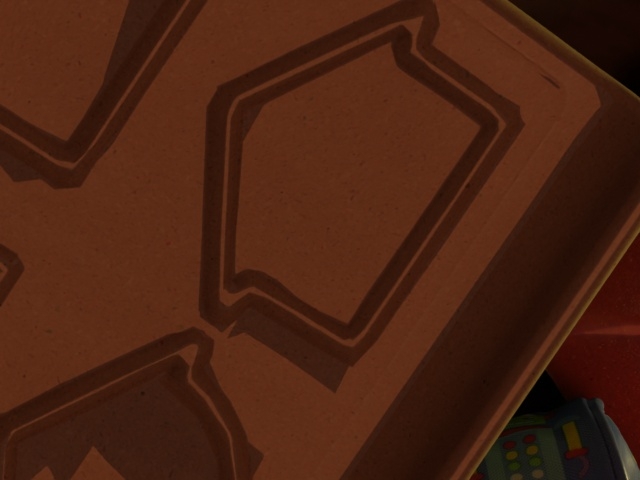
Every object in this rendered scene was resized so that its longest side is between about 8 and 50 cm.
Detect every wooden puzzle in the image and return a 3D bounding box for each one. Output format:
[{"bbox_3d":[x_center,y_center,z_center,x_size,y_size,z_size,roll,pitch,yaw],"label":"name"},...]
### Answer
[{"bbox_3d":[-0.094,-0.005,0.663,0.348,0.080,0.322,33,93,-13],"label":"wooden puzzle"}]

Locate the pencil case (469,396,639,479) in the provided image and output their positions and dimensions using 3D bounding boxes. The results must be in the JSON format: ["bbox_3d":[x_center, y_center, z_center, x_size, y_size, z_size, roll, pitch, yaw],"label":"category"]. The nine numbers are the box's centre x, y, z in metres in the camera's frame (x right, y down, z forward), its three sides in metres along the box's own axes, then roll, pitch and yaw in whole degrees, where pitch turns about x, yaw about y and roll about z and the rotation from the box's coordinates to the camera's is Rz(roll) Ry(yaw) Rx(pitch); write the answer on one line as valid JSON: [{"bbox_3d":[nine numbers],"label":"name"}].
[{"bbox_3d":[0.010,0.173,0.847,0.306,0.119,0.133,-17,93,6],"label":"pencil case"}]

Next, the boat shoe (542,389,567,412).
[{"bbox_3d":[0.123,0.189,0.994,0.109,0.089,0.258,6,109,-16],"label":"boat shoe"}]

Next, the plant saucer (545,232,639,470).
[{"bbox_3d":[0.236,0.040,0.962,0.259,0.048,0.258,55,54,-30],"label":"plant saucer"}]
